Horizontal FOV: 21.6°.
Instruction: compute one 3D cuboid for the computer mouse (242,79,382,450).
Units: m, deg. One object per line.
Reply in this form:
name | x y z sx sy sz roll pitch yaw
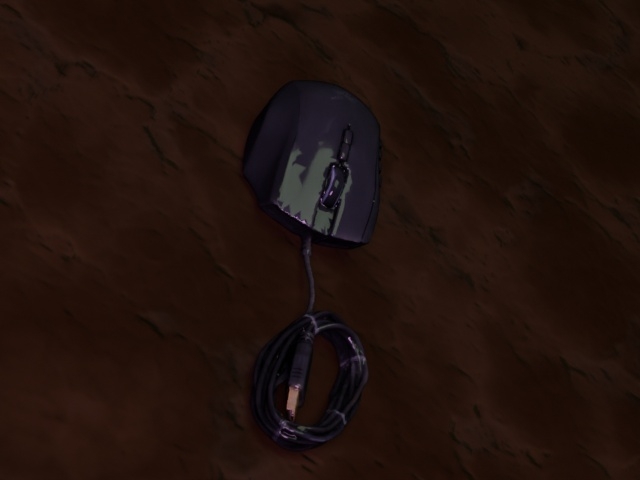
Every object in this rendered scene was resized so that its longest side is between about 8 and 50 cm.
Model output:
computer mouse | 0.000 0.000 0.802 0.071 0.041 0.242 25 40 -22
